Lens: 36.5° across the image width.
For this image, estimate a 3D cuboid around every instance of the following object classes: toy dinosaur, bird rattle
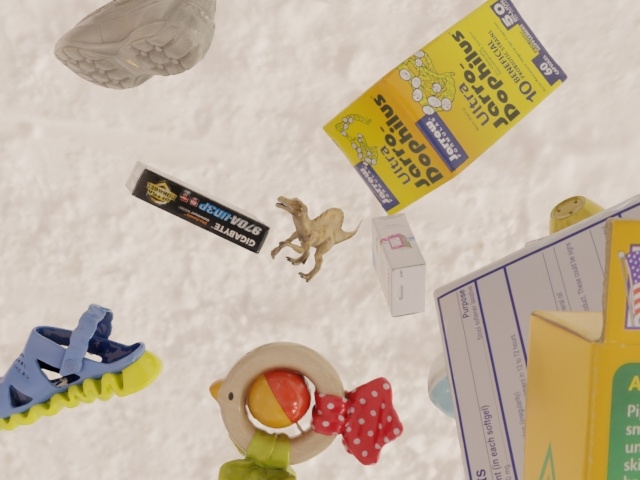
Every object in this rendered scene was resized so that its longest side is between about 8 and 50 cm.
[{"bbox_3d":[0.000,0.000,1.146,0.053,0.183,0.093,44,103,30],"label":"toy dinosaur"},{"bbox_3d":[-0.031,0.229,1.261,0.253,0.143,0.207,-30,100,14],"label":"bird rattle"}]

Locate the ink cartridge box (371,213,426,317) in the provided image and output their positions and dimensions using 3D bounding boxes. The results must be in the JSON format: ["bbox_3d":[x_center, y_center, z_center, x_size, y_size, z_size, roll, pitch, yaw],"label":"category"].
[{"bbox_3d":[0.109,0.034,1.357,0.052,0.122,0.089,-8,128,-5],"label":"ink cartridge box"}]

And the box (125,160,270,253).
[{"bbox_3d":[-0.201,-0.056,1.564,0.220,0.175,0.051,25,92,-18],"label":"box"}]

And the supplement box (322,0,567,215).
[{"bbox_3d":[0.213,-0.233,1.631,0.194,0.356,0.195,52,146,-3],"label":"supplement box"}]

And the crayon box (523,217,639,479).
[{"bbox_3d":[0.206,0.148,0.474,0.203,0.083,0.323,1,96,-10],"label":"crayon box"}]

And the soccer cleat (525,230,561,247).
[{"bbox_3d":[0.342,0.002,1.431,0.083,0.029,0.036,-2,135,-12],"label":"soccer cleat"}]

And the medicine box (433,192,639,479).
[{"bbox_3d":[0.264,0.123,0.804,0.289,0.149,0.264,-29,49,29],"label":"medicine box"}]

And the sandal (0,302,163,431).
[{"bbox_3d":[-0.396,0.186,1.436,0.317,0.126,0.138,-20,101,9],"label":"sandal"}]

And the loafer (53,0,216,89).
[{"bbox_3d":[-0.247,-0.275,1.297,0.319,0.111,0.112,3,153,44],"label":"loafer"}]

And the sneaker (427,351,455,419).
[{"bbox_3d":[0.251,0.177,0.988,0.366,0.150,0.135,-11,131,42],"label":"sneaker"}]

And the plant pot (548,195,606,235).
[{"bbox_3d":[0.454,-0.022,1.698,0.134,0.134,0.095,-22,113,30],"label":"plant pot"}]
